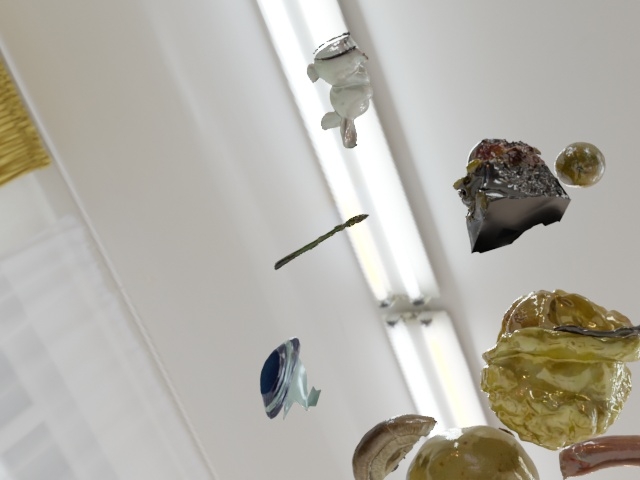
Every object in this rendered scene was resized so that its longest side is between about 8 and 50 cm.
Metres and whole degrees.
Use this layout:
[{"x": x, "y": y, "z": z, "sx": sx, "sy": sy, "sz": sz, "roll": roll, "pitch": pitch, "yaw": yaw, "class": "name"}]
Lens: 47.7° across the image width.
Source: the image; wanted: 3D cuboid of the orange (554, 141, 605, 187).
[{"x": 0.454, "y": -0.131, "z": 1.268, "sx": 0.085, "sy": 0.095, "sz": 0.085, "roll": 3, "pitch": -81, "yaw": 18, "class": "orange"}]

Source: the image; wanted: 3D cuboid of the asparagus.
[{"x": 0.000, "y": 0.000, "z": 1.523, "sx": 0.233, "sy": 0.023, "sz": 0.022, "roll": -29, "pitch": -117, "yaw": 13, "class": "asparagus"}]

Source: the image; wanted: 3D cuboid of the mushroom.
[{"x": 0.136, "y": 0.414, "z": 1.469, "sx": 0.094, "sy": 0.210, "sz": 0.072, "roll": 42, "pitch": 1, "yaw": -29, "class": "mushroom"}]

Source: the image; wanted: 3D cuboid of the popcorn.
[{"x": 0.520, "y": 0.255, "z": 1.508, "sx": 0.349, "sy": 0.349, "sz": 0.381, "roll": 42, "pitch": -40, "yaw": 6, "class": "popcorn"}]

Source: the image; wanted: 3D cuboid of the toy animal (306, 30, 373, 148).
[{"x": 0.034, "y": -0.198, "z": 0.950, "sx": 0.071, "sy": 0.085, "sz": 0.124, "roll": 44, "pitch": -17, "yaw": 51, "class": "toy animal"}]

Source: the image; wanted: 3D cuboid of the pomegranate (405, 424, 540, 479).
[{"x": 0.353, "y": 0.556, "z": 1.643, "sx": 0.319, "sy": 0.319, "sz": 0.319, "roll": 19, "pitch": -52, "yaw": 26, "class": "pomegranate"}]

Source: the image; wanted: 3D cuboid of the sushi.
[{"x": 0.313, "y": -0.096, "z": 1.240, "sx": 0.153, "sy": 0.172, "sz": 0.150, "roll": 94, "pitch": -24, "yaw": -54, "class": "sushi"}]

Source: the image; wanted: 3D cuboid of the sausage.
[{"x": 0.366, "y": 0.248, "z": 0.833, "sx": 0.177, "sy": 0.040, "sz": 0.047, "roll": -5, "pitch": -82, "yaw": 13, "class": "sausage"}]

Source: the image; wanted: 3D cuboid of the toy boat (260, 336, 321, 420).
[{"x": -0.083, "y": 0.408, "z": 1.956, "sx": 0.070, "sy": 0.210, "sz": 0.291, "roll": 7, "pitch": -46, "yaw": 30, "class": "toy boat"}]
